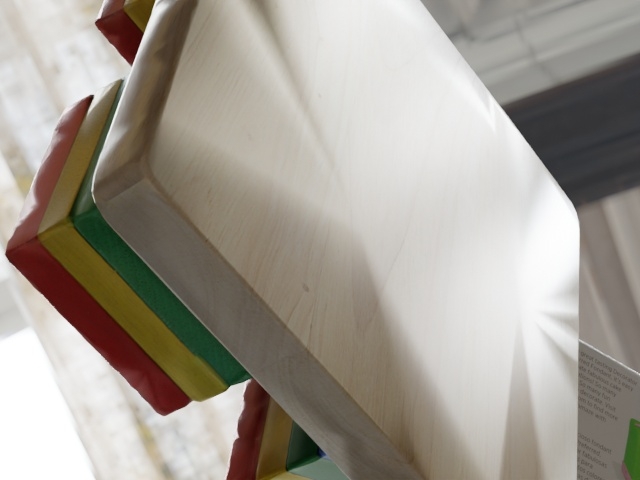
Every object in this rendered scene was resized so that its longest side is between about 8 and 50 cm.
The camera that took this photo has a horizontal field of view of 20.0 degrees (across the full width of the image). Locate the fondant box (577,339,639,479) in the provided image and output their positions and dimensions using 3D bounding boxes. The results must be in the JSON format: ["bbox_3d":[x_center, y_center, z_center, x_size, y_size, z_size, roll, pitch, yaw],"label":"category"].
[{"bbox_3d":[0.224,0.262,1.344,0.096,0.238,0.330,-48,-164,48],"label":"fondant box"}]

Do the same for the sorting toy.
[{"bbox_3d":[0.000,0.000,0.724,0.089,0.255,0.257,-26,-149,26],"label":"sorting toy"}]
